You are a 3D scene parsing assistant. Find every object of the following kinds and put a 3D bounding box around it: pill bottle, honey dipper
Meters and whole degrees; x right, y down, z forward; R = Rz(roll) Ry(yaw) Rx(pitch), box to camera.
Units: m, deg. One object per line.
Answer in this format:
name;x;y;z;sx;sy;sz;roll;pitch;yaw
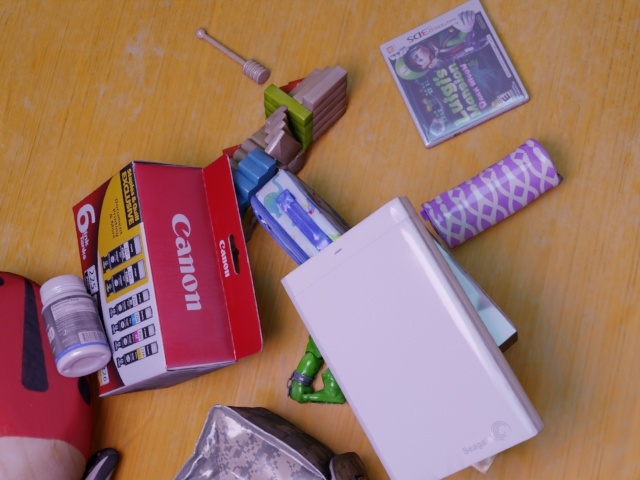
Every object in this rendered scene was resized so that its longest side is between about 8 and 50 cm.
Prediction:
pill bottle;-0.363;0.123;1.146;0.078;0.078;0.137;-31;62;7
honey dipper;-0.154;-0.317;1.322;0.160;0.030;0.030;38;91;19

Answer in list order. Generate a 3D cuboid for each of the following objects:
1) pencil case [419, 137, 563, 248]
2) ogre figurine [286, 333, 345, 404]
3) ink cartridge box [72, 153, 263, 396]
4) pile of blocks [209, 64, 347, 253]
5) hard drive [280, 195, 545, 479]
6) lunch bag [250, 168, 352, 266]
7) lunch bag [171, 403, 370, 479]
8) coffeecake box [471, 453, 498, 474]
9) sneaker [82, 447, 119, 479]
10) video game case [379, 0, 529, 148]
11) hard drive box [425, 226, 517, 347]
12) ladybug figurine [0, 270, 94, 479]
pencil case;0.249;-0.072;1.148;0.206;0.086;0.088;-31;40;5
ogre figurine;0.035;0.180;1.151;0.096;0.197;0.118;14;69;-28
ink cartridge box;-0.235;0.050;1.162;0.271;0.130;0.310;-26;71;43
pile of blocks;-0.104;-0.137;1.215;0.112;0.149;0.362;37;91;17
hard drive;0.100;0.130;0.942;0.203;0.040;0.308;-36;77;30
lunch bag;0.000;0.000;1.149;0.090;0.176;0.219;-44;74;3
lunch bag;-0.027;0.351;1.062;0.287;0.235;0.169;28;85;17
coffeecake box;0.182;0.237;1.054;0.142;0.185;0.068;31;90;17
sneaker;-0.369;0.458;1.217;0.108;0.100;0.272;23;78;-16
video game case;0.206;-0.263;1.223;0.173;0.022;0.190;-25;75;9
hard drive box;0.176;0.087;1.059;0.089;0.232;0.181;-41;72;4
ladybug figurine;-0.464;0.211;1.147;0.162;0.305;0.449;-42;52;26
